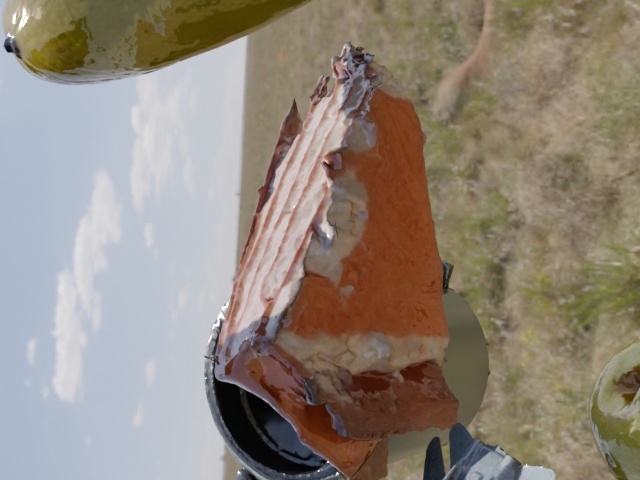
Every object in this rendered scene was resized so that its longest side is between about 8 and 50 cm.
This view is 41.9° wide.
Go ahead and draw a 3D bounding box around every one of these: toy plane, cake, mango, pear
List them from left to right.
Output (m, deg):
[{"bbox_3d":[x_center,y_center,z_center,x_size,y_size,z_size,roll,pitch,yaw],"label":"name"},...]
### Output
[{"bbox_3d":[-0.081,-0.162,0.518,0.137,0.238,0.091,-85,-26,-61],"label":"mango"},{"bbox_3d":[0.004,-0.003,0.512,0.098,0.135,0.287,-37,50,50],"label":"cake"},{"bbox_3d":[0.089,0.291,0.717,0.267,0.088,0.212,-52,24,-11],"label":"toy plane"},{"bbox_3d":[0.345,0.173,0.778,0.178,0.178,0.177,-177,90,-85],"label":"pear"}]

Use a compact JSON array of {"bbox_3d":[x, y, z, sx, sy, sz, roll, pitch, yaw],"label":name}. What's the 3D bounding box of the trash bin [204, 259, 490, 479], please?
[{"bbox_3d":[0.038,0.140,0.918,0.263,0.217,0.277,9,-79,-58],"label":"trash bin"}]
